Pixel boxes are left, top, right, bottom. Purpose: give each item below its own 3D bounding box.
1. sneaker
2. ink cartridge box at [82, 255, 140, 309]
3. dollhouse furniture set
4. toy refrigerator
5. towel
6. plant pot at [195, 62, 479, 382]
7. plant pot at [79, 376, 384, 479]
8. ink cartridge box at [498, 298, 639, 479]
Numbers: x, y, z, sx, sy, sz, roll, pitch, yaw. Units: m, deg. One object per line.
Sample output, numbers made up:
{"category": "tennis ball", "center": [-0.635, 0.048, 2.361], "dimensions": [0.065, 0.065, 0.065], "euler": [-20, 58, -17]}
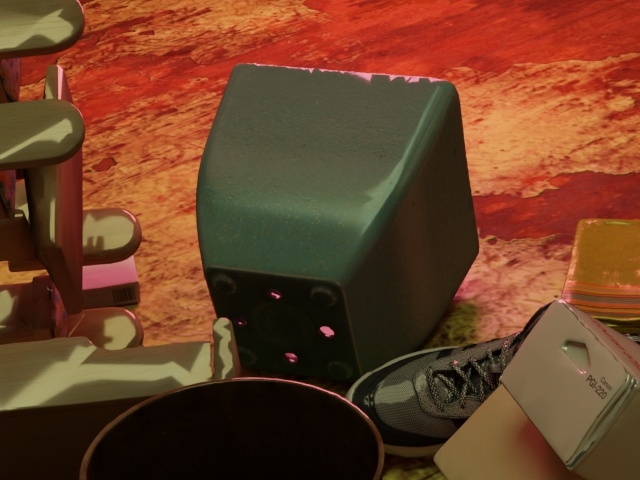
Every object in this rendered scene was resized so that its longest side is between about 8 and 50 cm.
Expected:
{"category": "sneaker", "center": [0.157, 0.120, 1.562], "dimensions": [0.268, 0.153, 0.101], "euler": [-7, 67, -12]}
{"category": "ink cartridge box", "center": [-0.237, 0.036, 1.935], "dimensions": [0.063, 0.029, 0.115], "euler": [-9, 27, -7]}
{"category": "dollhouse furniture set", "center": [-0.208, 0.019, 1.636], "dimensions": [0.256, 0.362, 0.394], "euler": [-6, 55, 0]}
{"category": "toy refrigerator", "center": [0.202, 0.231, 1.394], "dimensions": [0.102, 0.094, 0.269], "euler": [-48, 31, 5]}
{"category": "towel", "center": [0.316, 0.032, 1.870], "dimensions": [0.102, 0.021, 0.237], "euler": [3, 28, 13]}
{"category": "plant pot", "center": [0.000, 0.000, 1.756], "dimensions": [0.247, 0.248, 0.252], "euler": [7, 46, 20]}
{"category": "plant pot", "center": [-0.055, 0.254, 1.271], "dimensions": [0.215, 0.230, 0.215], "euler": [-3, 28, 2]}
{"category": "ink cartridge box", "center": [0.270, 0.154, 1.381], "dimensions": [0.218, 0.092, 0.158], "euler": [31, 11, -25]}
